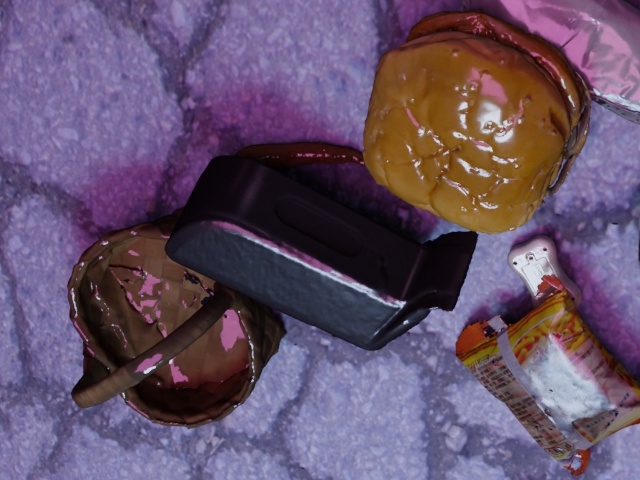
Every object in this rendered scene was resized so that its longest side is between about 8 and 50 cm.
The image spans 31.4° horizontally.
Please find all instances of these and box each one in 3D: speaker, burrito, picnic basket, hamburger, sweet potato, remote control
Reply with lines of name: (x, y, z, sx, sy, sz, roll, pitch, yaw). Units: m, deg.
speaker: (0.000, 0.000, 1.597, 0.388, 0.180, 0.184, 25, 147, -5)
burrito: (0.366, -0.255, 1.497, 0.445, 0.101, 0.139, 34, 96, 2)
picnic basket: (-0.244, 0.144, 1.688, 0.293, 0.337, 0.337, -30, 98, 22)
hamburger: (0.204, -0.155, 1.509, 0.319, 0.158, 0.318, 17, 137, 17)
sweet potato: (-0.038, -0.123, 1.686, 0.214, 0.050, 0.050, -5, 107, 14)
remote control: (0.326, 0.054, 1.653, 0.074, 0.032, 0.122, -26, 99, 22)

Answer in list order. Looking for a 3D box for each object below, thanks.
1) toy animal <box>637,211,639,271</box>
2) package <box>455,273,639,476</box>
toy animal: (0.520, -0.011, 1.499, 0.165, 0.187, 0.235, 18, 117, -30)
package: (0.350, 0.204, 1.647, 0.288, 0.108, 0.223, 44, 127, -5)
